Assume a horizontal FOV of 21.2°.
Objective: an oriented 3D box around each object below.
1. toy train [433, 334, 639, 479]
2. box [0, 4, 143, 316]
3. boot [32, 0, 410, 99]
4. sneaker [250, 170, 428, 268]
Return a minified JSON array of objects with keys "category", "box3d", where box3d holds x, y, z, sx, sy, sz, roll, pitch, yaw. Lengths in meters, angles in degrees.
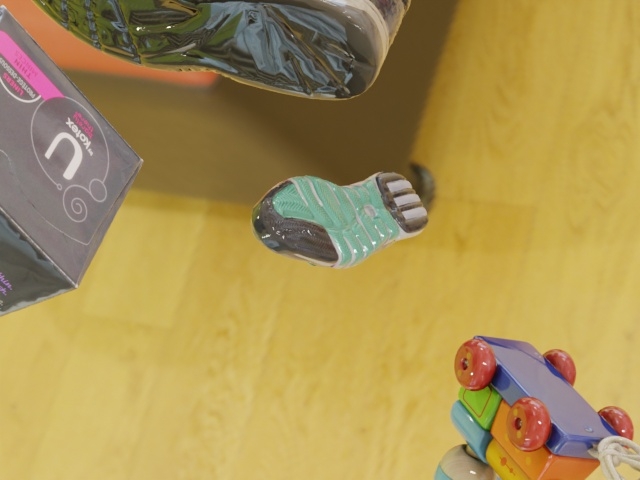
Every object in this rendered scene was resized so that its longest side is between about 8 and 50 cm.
[{"category":"toy train","box3d":[0.178,0.191,1.335,0.248,0.105,0.143,50,124,52]},{"category":"box","box3d":[-0.295,-0.031,1.265,0.270,0.165,0.143,-18,35,36]},{"category":"boot","box3d":[-0.063,-0.277,1.501,0.377,0.138,0.284,16,49,24]},{"category":"sneaker","box3d":[0.000,0.000,1.432,0.098,0.223,0.083,-35,74,32]}]
